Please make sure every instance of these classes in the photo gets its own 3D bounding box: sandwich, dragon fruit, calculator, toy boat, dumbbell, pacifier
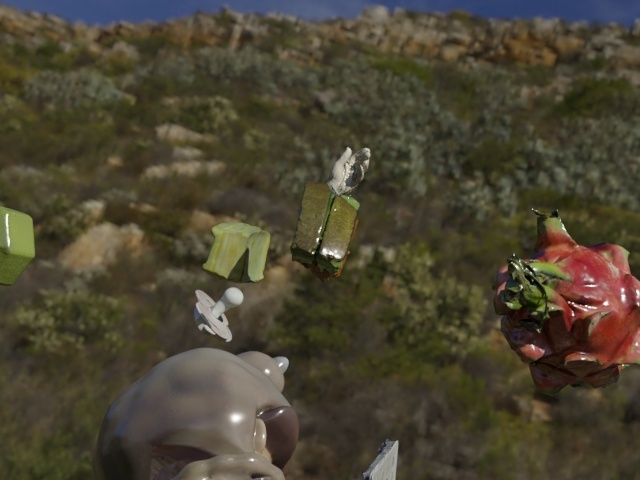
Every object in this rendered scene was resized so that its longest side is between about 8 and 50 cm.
[{"bbox_3d":[-0.002,0.005,2.100,0.109,0.184,0.160,18,-46,1],"label":"sandwich"},{"bbox_3d":[0.215,0.052,1.120,0.135,0.137,0.236,-36,-45,19],"label":"dragon fruit"},{"bbox_3d":[0.086,0.454,1.912,0.021,0.261,0.161,6,13,17],"label":"calculator"},{"bbox_3d":[-0.148,0.023,2.274,0.084,0.111,0.276,11,0,6],"label":"toy boat"},{"bbox_3d":[-0.526,-0.011,1.673,0.121,0.108,0.302,17,1,36],"label":"dumbbell"},{"bbox_3d":[-0.139,0.099,1.753,0.081,0.078,0.099,46,9,-21],"label":"pacifier"}]

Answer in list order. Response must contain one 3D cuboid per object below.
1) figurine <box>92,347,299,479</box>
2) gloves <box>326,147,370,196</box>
[{"bbox_3d":[-0.125,0.241,1.240,0.203,0.248,0.380,41,7,-14],"label":"figurine"},{"bbox_3d":[0.031,-0.084,1.533,0.044,0.081,0.037,48,17,-12],"label":"gloves"}]
